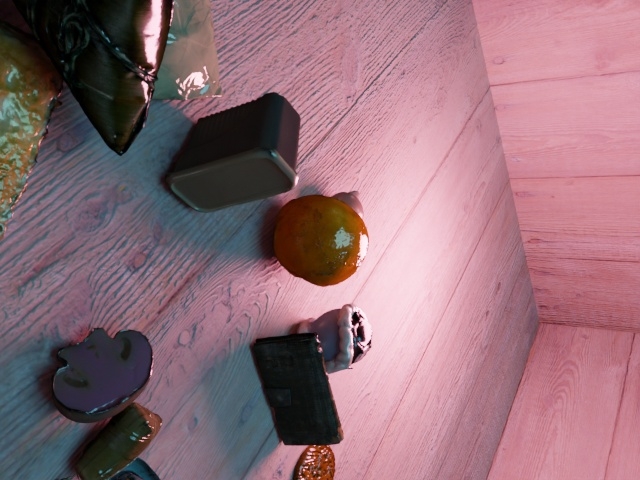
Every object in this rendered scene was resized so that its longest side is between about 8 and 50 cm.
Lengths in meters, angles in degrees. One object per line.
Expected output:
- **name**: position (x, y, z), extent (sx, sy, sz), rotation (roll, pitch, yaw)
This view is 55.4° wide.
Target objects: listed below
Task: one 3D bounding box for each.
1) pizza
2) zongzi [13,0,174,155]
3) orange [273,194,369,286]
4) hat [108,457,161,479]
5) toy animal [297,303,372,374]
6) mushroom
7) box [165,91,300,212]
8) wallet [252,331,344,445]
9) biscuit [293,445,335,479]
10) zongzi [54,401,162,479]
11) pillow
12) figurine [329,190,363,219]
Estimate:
- **pizza**: position (-0.536, -0.204, 0.857), extent (0.392, 0.080, 0.435), rotation (-57, 133, -38)
- **zongzi**: position (-0.315, -0.399, 0.980), extent (0.383, 0.319, 0.362), rotation (49, 43, 14)
- **orange**: position (0.000, 0.000, 1.505), extent (0.240, 0.240, 0.240), rotation (-5, 96, -55)
- **hat**: position (-0.355, 0.502, 1.160), extent (0.138, 0.078, 0.191), rotation (-46, 128, -43)
- **toy animal**: position (0.031, 0.261, 1.603), extent (0.208, 0.204, 0.156), rotation (-9, 79, -68)
- **mushroom**: position (-0.385, 0.249, 1.077), extent (0.188, 0.141, 0.117), rotation (-33, 152, -47)
- **box**: position (-0.169, -0.177, 1.248), extent (0.138, 0.274, 0.178), rotation (47, 41, -46)
- **wallet**: position (-0.052, 0.376, 1.512), extent (0.044, 0.169, 0.317), rotation (-68, 147, -64)
- **biscuit**: position (-0.013, 0.657, 1.701), extent (0.188, 0.027, 0.187), rotation (-3, 94, -55)
- **zongzi**: position (-0.380, 0.399, 1.150), extent (0.189, 0.081, 0.178), rotation (-48, 167, -17)
- **pillow**: position (-0.306, -0.409, 1.182), extent (0.274, 0.076, 0.280), rotation (-22, 109, -50)
- **figurine**: position (0.061, -0.073, 1.695), extent (0.138, 0.125, 0.125), rotation (-15, 104, -38)
